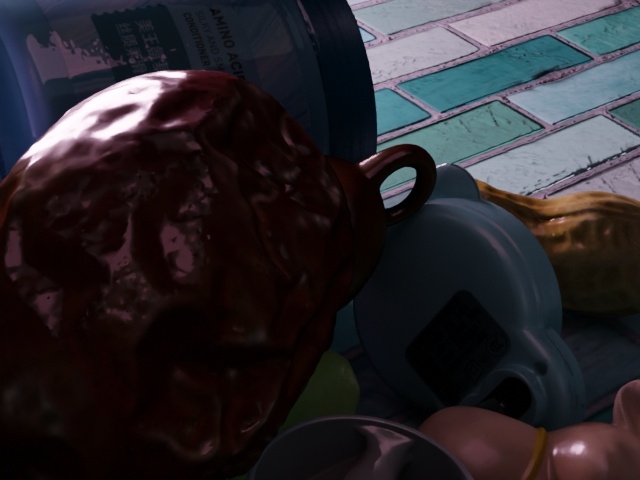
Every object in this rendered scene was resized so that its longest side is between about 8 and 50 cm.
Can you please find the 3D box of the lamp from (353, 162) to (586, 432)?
[{"bbox_3d":[0.142,0.084,1.374,0.147,0.209,0.284,7,45,-37],"label":"lamp"}]

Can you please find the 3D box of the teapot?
[{"bbox_3d":[0.000,0.000,1.332,0.252,0.135,0.178,-32,44,-3],"label":"teapot"}]

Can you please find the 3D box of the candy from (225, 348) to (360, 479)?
[{"bbox_3d":[-0.090,0.201,1.221,0.132,0.142,0.343,48,38,-5],"label":"candy"}]

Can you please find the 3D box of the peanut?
[{"bbox_3d":[0.239,0.004,1.556,0.305,0.147,0.147,6,34,0],"label":"peanut"}]

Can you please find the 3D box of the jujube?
[{"bbox_3d":[-0.127,0.036,1.077,0.276,0.276,0.377,16,35,11],"label":"jujube"}]

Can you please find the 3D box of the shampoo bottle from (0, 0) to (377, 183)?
[{"bbox_3d":[-0.171,-0.122,1.490,0.343,0.331,0.331,-13,39,-26],"label":"shampoo bottle"}]

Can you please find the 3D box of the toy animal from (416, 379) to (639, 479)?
[{"bbox_3d":[0.167,0.214,1.210,0.248,0.165,0.149,4,37,-9],"label":"toy animal"}]

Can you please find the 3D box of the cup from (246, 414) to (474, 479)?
[{"bbox_3d":[0.044,0.264,1.080,0.221,0.202,0.167,17,35,11],"label":"cup"}]
